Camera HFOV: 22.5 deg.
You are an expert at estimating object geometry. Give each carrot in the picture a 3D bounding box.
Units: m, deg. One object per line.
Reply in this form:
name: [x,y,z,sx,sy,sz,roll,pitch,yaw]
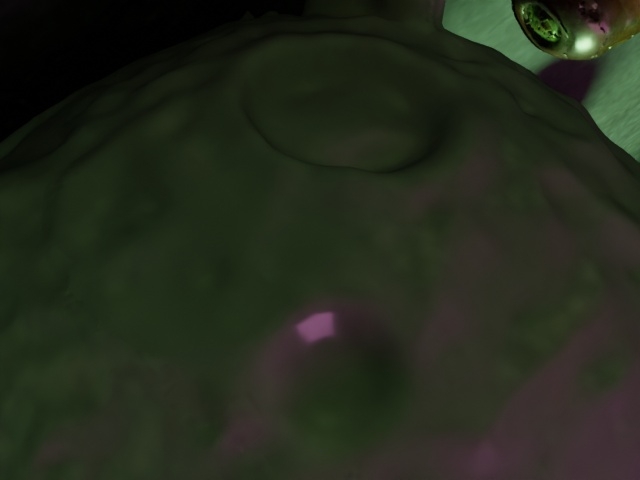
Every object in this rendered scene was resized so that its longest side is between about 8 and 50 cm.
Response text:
carrot: [0.156,-0.133,0.704,0.161,0.055,0.055,-31,161,-15]

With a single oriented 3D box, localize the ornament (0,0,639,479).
ornament: [-0.001,0.090,0.589,0.337,0.337,0.337,-30,160,-12]
